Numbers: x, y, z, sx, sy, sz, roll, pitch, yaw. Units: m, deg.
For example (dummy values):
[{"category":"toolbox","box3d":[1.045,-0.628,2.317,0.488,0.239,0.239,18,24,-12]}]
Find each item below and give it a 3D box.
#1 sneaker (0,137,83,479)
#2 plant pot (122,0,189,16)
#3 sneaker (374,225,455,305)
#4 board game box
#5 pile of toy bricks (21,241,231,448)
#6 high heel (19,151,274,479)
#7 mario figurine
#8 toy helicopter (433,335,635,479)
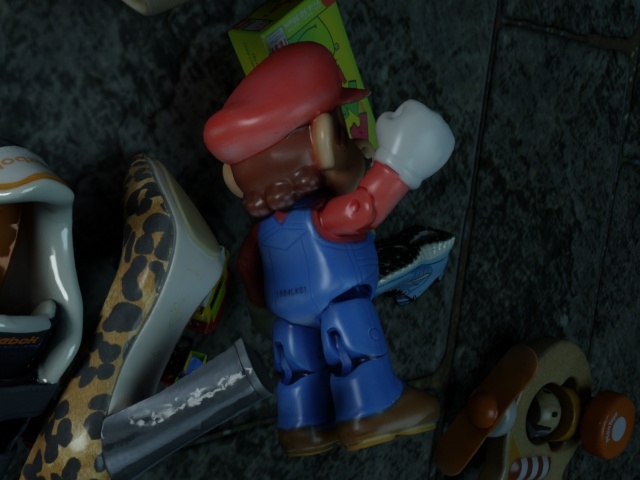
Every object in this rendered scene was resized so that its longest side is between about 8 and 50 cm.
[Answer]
[{"category":"sneaker","box3d":[-0.243,0.090,0.673,0.126,0.127,0.321,6,99,-50]},{"category":"plant pot","box3d":[-0.060,-0.289,0.697,0.274,0.256,0.256,-46,134,-7]},{"category":"sneaker","box3d":[0.084,0.039,1.065,0.162,0.063,0.073,-20,119,-43]},{"category":"board game box","box3d":[-0.008,-0.129,0.926,0.092,0.043,0.181,-45,131,-30]},{"category":"pile of toy bricks","box3d":[-0.148,0.100,0.815,0.105,0.118,0.212,91,17,-58]},{"category":"high heel","box3d":[-0.157,0.054,0.743,0.186,0.261,0.093,-31,140,5]},{"category":"mario figurine","box3d":[0.020,-0.002,0.826,0.170,0.198,0.320,19,60,-81]},{"category":"toy helicopter","box3d":[0.216,0.270,1.230,0.355,0.140,0.235,-57,134,-16]}]
